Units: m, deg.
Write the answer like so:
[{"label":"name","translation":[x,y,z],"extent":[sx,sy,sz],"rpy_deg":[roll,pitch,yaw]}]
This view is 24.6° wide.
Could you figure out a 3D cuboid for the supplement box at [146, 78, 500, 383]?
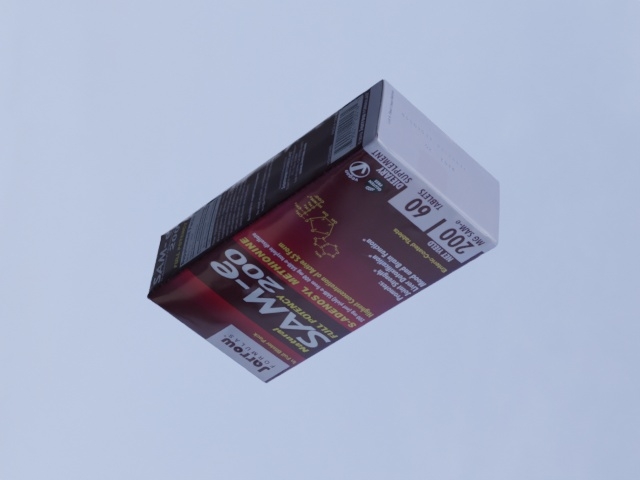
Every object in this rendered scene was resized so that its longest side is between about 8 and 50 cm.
[{"label":"supplement box","translation":[0.000,0.000,1.077],"extent":[0.239,0.130,0.073],"rpy_deg":[-34,-149,33]}]
